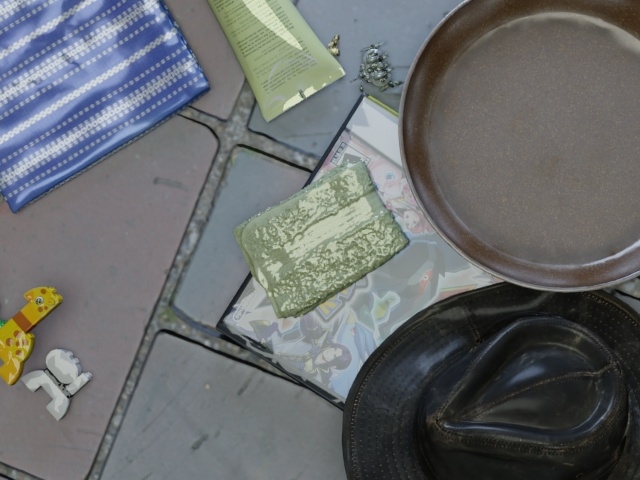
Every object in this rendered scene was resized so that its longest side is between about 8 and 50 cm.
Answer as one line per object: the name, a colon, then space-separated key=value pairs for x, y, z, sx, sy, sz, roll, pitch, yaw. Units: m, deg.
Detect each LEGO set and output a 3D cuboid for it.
LEGO set: x=0.042 y=-0.172 z=1.928 sx=0.083 sy=0.023 sz=0.054 roll=8 pitch=90 yaw=5
LEGO set: x=-0.302 y=0.063 z=1.928 sx=0.093 sy=0.087 sz=0.227 roll=-42 pitch=87 yaw=4

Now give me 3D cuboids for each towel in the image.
towel: x=-0.289 y=-0.231 z=1.953 sx=0.243 sy=0.040 sz=0.336 roll=-31 pitch=87 yaw=5
towel: x=0.000 y=0.000 z=1.894 sx=0.148 sy=0.027 sz=0.110 roll=-30 pitch=88 yaw=5

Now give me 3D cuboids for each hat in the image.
hat: x=0.180 y=0.161 z=1.780 sx=0.331 sy=0.134 sz=0.331 roll=-2 pitch=69 yaw=4

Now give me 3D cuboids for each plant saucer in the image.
plant saucer: x=0.227 y=-0.101 z=1.876 sx=0.310 sy=0.050 sz=0.311 roll=0 pitch=79 yaw=-1

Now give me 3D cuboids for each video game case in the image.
video game case: x=0.074 y=0.036 z=1.918 sx=0.248 sy=0.035 sz=0.275 roll=32 pitch=92 yaw=5

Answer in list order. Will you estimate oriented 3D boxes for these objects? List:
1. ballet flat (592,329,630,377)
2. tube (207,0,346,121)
ballet flat: x=0.198 y=0.162 z=1.893 sx=0.221 sy=0.077 sz=0.079 roll=-37 pitch=68 yaw=-1
tube: x=-0.077 y=-0.240 z=1.928 sx=0.062 sy=0.070 sz=0.240 roll=-33 pitch=91 yaw=-39
